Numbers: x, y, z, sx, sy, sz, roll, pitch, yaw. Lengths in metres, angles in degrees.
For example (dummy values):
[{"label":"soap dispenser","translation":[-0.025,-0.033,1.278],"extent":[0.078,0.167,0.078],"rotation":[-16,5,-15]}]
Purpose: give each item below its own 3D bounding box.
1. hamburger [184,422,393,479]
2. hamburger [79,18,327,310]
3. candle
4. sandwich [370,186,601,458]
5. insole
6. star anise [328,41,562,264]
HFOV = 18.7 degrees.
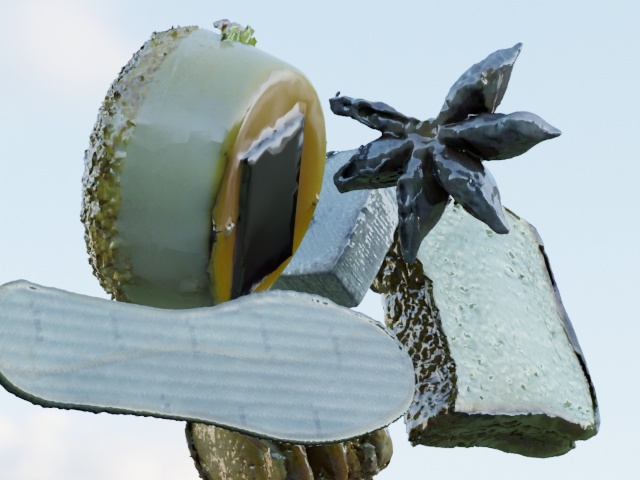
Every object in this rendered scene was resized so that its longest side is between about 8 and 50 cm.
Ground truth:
[{"label":"hamburger","translation":[-0.046,0.228,2.432],"extent":[0.211,0.245,0.260],"rotation":[-26,18,-27]},{"label":"hamburger","translation":[-0.119,-0.062,1.814],"extent":[0.179,0.276,0.294],"rotation":[15,31,21]},{"label":"candle","translation":[0.000,0.000,1.993],"extent":[0.192,0.168,0.068],"rotation":[-34,-52,7]},{"label":"sandwich","translation":[0.168,0.088,2.111],"extent":[0.099,0.301,0.271],"rotation":[-37,-34,31]},{"label":"insole","translation":[-0.067,0.077,1.264],"extent":[0.348,0.119,0.009],"rotation":[9,-36,-38]},{"label":"star anise","translation":[0.104,-0.075,1.666],"extent":[0.208,0.172,0.063],"rotation":[-14,-18,18]}]
